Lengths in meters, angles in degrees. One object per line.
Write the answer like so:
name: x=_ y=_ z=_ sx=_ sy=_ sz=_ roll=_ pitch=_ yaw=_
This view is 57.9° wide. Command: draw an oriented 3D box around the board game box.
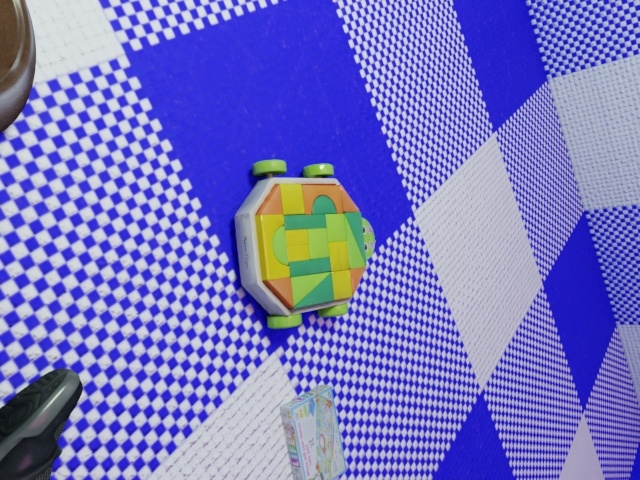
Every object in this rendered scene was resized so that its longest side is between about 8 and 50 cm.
board game box: x=-0.010 y=0.335 z=0.974 sx=0.103 sy=0.026 sz=0.154 roll=-14 pitch=95 yaw=-47

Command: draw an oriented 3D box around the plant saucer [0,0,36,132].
plant saucer: x=-0.399 y=-0.240 z=0.549 sx=0.310 sy=0.050 sz=0.311 roll=41 pitch=41 yaw=-50

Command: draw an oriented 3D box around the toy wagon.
toy wagon: x=0.000 y=0.000 z=0.999 sx=0.344 sy=0.068 sz=0.267 roll=-5 pitch=89 yaw=-47

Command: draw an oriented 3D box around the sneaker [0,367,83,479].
sneaker: x=-0.312 y=0.256 z=0.618 sx=0.130 sy=0.087 sz=0.228 roll=48 pitch=56 yaw=-34
